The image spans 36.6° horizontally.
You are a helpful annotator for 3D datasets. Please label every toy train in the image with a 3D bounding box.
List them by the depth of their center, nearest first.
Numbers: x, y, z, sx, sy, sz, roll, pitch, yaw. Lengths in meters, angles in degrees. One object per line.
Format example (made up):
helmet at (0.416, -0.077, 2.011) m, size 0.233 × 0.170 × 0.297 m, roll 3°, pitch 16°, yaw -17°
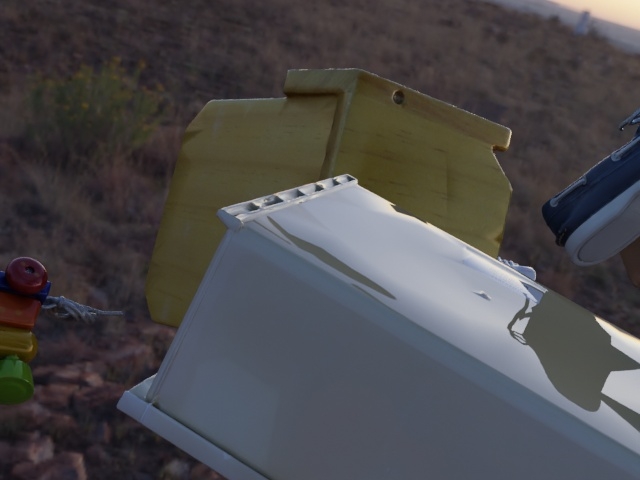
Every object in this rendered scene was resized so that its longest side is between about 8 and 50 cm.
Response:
toy train at (-0.301, 0.100, 0.960) m, size 0.248 × 0.105 × 0.143 m, roll 15°, pitch 40°, yaw -32°

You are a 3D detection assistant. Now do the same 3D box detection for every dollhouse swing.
dollhouse swing at (0.000, 0.000, 1.192) m, size 0.315 × 0.347 × 0.305 m, roll 16°, pitch -8°, yaw -27°

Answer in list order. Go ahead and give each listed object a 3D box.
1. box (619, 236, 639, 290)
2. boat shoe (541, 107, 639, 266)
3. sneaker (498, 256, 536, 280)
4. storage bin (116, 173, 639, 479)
box at (0.400, -0.003, 1.228) m, size 0.021 × 0.164 × 0.201 m, roll -21°, pitch 6°, yaw 6°
boat shoe at (0.318, -0.080, 0.900) m, size 0.095 × 0.254 × 0.079 m, roll 15°, pitch 38°, yaw -46°
sneaker at (0.269, 0.054, 1.492) m, size 0.232 × 0.115 × 0.090 m, roll 57°, pitch 11°, yaw -41°
storage bin at (0.071, 0.080, 0.577) m, size 0.262 × 0.123 × 0.260 m, roll 29°, pitch 16°, yaw 12°
